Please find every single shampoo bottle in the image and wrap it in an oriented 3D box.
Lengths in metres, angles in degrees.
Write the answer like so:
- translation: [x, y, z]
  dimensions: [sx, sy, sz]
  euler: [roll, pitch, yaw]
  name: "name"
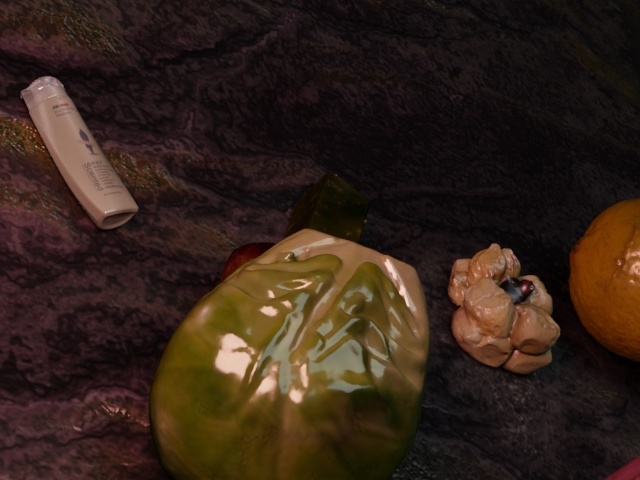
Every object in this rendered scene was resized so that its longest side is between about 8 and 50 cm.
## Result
- translation: [-0.303, -0.110, 1.670]
  dimensions: [0.072, 0.049, 0.212]
  euler: [-15, 66, -46]
  name: "shampoo bottle"

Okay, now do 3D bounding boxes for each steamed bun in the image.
- translation: [0.288, 0.105, 2.003]
  dimensions: [0.192, 0.106, 0.177]
  euler: [34, 39, -19]
  name: "steamed bun"

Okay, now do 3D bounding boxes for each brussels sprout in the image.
- translation: [-0.022, 0.149, 1.480]
  dimensions: [0.289, 0.281, 0.354]
  euler: [27, 69, -1]
  name: "brussels sprout"

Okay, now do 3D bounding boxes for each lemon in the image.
- translation: [0.539, 0.064, 2.157]
  dimensions: [0.293, 0.293, 0.293]
  euler: [27, 40, -25]
  name: "lemon"

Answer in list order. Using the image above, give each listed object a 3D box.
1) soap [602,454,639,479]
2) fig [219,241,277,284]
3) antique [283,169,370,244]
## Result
- translation: [0.404, 0.383, 1.724]
  dimensions: [0.162, 0.250, 0.099]
  euler: [49, 34, 7]
  name: "soap"
- translation: [-0.070, 0.107, 1.656]
  dimensions: [0.134, 0.146, 0.201]
  euler: [30, 72, -43]
  name: "fig"
- translation: [0.000, 0.000, 1.820]
  dimensions: [0.081, 0.080, 0.221]
  euler: [37, 30, -10]
  name: "antique"
